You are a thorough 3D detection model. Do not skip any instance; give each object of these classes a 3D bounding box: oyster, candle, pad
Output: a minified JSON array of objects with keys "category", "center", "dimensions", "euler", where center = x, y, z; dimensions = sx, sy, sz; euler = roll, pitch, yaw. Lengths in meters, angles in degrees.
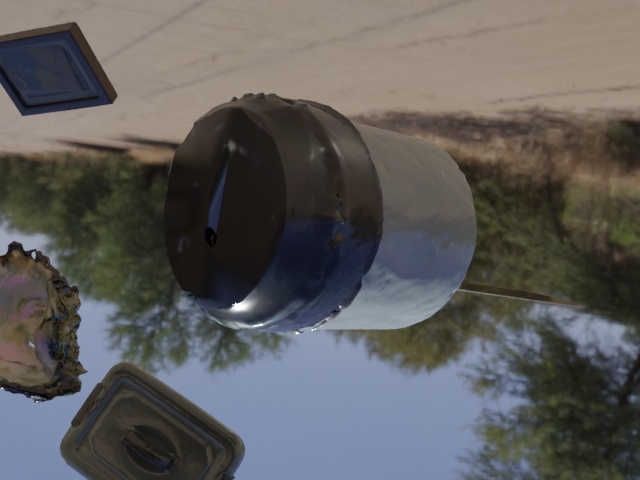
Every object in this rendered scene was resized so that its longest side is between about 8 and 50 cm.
[{"category":"oyster","center":[-0.458,0.136,1.472],"dimensions":[0.259,0.198,0.092],"euler":[45,-179,24]},{"category":"candle","center":[0.024,-0.016,0.941],"dimensions":[0.221,0.221,0.343],"euler":[9,-178,42]},{"category":"pad","center":[0.173,0.056,1.152],"dimensions":[0.266,0.002,0.176],"euler":[8,-179,-9]}]

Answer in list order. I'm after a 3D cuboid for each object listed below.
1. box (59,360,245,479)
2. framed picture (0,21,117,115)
[{"category":"box","center":[-0.222,0.285,1.290],"dimensions":[0.227,0.162,0.130],"euler":[32,174,11]},{"category":"framed picture","center":[-0.390,-0.242,1.349],"dimensions":[0.169,0.023,0.128],"euler":[-3,133,25]}]
